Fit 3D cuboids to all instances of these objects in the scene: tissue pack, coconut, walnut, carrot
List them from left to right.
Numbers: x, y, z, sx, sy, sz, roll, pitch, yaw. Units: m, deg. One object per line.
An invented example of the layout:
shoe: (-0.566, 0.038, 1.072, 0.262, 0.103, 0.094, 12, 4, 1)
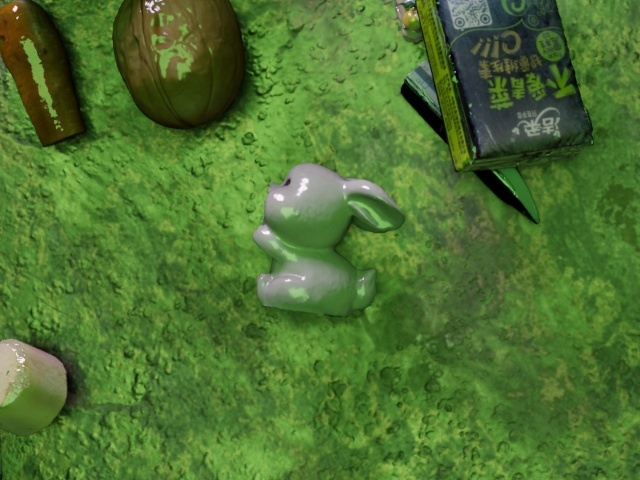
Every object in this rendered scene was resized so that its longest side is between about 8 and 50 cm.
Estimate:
coconut: (-0.388, 0.194, 1.613, 0.116, 0.122, 0.116, -14, 59, 24)
carrot: (-0.368, -0.222, 1.637, 0.087, 0.087, 0.193, -24, 86, 5)
walnut: (-0.181, -0.245, 1.581, 0.167, 0.167, 0.207, -14, 86, 5)
tissue pack: (0.228, -0.210, 1.551, 0.173, 0.073, 0.235, -10, 79, -15)

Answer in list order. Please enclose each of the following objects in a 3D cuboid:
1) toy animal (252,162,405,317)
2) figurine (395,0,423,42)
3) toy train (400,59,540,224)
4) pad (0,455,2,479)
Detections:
toy animal: (0.005, 0.007, 1.572, 0.178, 0.127, 0.193, 17, 89, 4)
figurine: (0.118, -0.301, 1.607, 0.047, 0.050, 0.083, -8, 88, 11)
toy train: (0.204, -0.124, 1.593, 0.048, 0.055, 0.252, -41, 86, -12)
pad: (-0.490, 0.231, 1.678, 0.116, 0.004, 0.193, -2, 89, 6)
